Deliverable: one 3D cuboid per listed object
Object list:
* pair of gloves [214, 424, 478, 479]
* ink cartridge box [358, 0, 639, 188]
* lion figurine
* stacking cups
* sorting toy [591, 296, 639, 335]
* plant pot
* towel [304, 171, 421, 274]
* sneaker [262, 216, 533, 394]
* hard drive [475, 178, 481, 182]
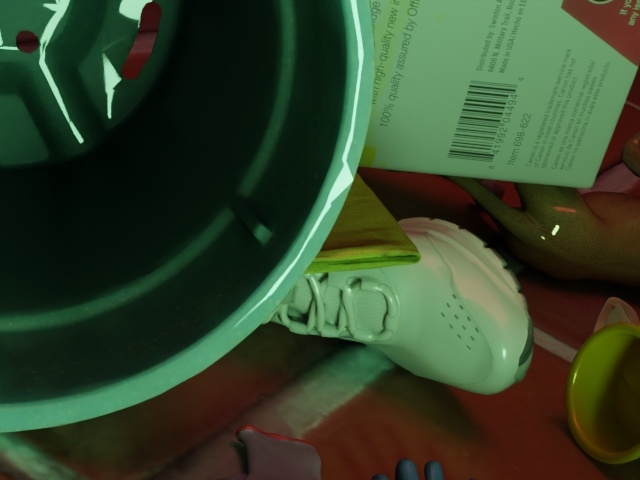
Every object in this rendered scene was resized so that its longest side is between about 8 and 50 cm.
[{"bbox_3d":[0.028,0.149,0.701,0.198,0.023,0.159,19,20,-15],"label":"pair of gloves"},{"bbox_3d":[0.065,-0.210,1.133,0.385,0.279,0.160,5,43,-10],"label":"ink cartridge box"},{"bbox_3d":[0.271,-0.010,1.276,0.392,0.142,0.240,-1,35,-21],"label":"lion figurine"},{"bbox_3d":[0.324,0.126,0.988,0.316,0.096,0.096,11,23,-31],"label":"stacking cups"},{"bbox_3d":[0.256,0.092,1.087,0.075,0.045,0.083,27,18,-11],"label":"sorting toy"},{"bbox_3d":[-0.175,-0.120,0.762,0.341,0.341,0.334,17,13,-17],"label":"plant pot"},{"bbox_3d":[-0.026,-0.050,0.911,0.102,0.021,0.237,-6,34,-21],"label":"towel"},{"bbox_3d":[0.001,0.026,0.910,0.297,0.111,0.129,26,30,28],"label":"sneaker"},{"bbox_3d":[0.029,-0.174,1.515,0.353,0.047,0.233,24,19,4],"label":"hard drive"}]
